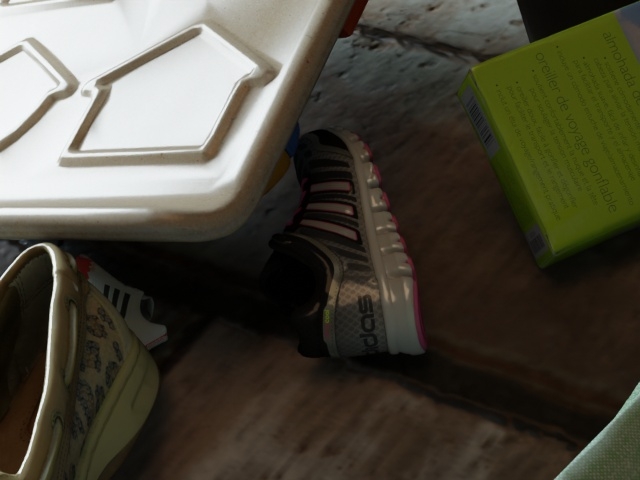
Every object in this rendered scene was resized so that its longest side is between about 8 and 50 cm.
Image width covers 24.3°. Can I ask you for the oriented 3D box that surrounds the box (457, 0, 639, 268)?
[{"bbox_3d":[0.175,-0.070,0.780,0.178,0.042,0.109,-22,80,-9],"label":"box"}]

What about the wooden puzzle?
[{"bbox_3d":[-0.101,-0.116,0.883,0.322,0.080,0.348,1,50,37],"label":"wooden puzzle"}]

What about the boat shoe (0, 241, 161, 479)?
[{"bbox_3d":[-0.151,0.105,0.643,0.105,0.089,0.285,-19,24,17],"label":"boat shoe"}]

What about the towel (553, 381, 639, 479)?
[{"bbox_3d":[0.200,0.172,0.462,0.325,0.038,0.248,35,58,23],"label":"towel"}]

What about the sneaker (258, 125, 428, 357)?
[{"bbox_3d":[0.000,0.000,0.781,0.075,0.063,0.170,-13,44,-6],"label":"sneaker"}]

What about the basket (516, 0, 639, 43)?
[{"bbox_3d":[0.170,-0.209,0.845,0.204,0.227,0.154,13,46,29],"label":"basket"}]

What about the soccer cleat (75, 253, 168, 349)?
[{"bbox_3d":[-0.110,0.034,0.808,0.036,0.029,0.083,-19,42,-19],"label":"soccer cleat"}]
